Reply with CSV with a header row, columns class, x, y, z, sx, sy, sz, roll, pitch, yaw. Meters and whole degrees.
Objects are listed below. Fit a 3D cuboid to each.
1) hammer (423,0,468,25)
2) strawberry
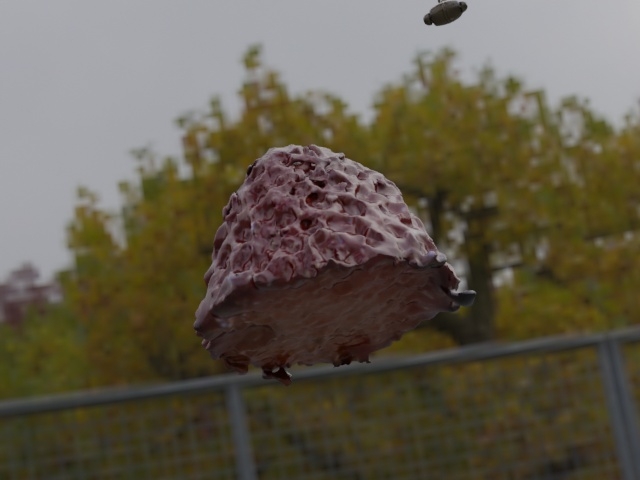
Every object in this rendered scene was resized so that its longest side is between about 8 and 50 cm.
class,x,y,z,sx,sy,sz,roll,pitch,yaw
hammer,0.080,-0.151,1.275,0.029,0.014,0.123,-20,9,7
strawberry,0.000,0.000,1.649,0.234,0.178,0.234,-10,-23,-4
